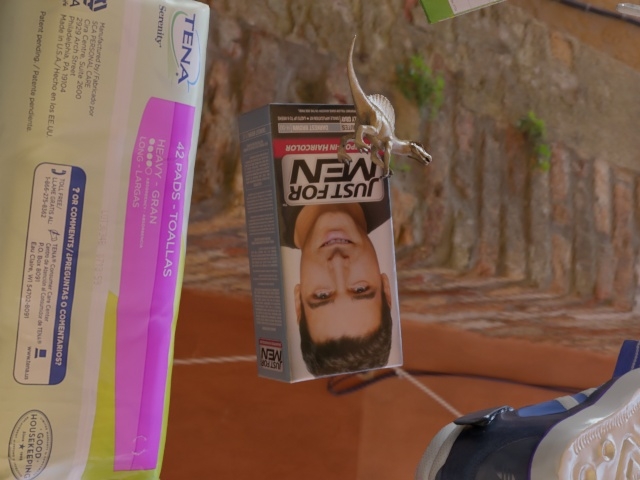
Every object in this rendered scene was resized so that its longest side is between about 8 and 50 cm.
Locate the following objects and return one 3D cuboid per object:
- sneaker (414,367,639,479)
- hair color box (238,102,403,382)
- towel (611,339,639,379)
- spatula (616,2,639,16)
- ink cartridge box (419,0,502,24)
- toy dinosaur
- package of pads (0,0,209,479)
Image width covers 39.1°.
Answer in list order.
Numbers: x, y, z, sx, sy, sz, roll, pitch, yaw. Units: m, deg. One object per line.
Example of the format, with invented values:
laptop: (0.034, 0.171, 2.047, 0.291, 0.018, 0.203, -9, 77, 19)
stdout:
sneaker: (0.251, 0.214, 0.965, 0.236, 0.323, 0.130, -15, -93, 51)
hair color box: (0.000, 0.000, 1.276, 0.113, 0.185, 0.374, -3, -89, 61)
towel: (0.571, 0.288, 1.533, 0.243, 0.040, 0.336, -63, -170, -7)
spatula: (0.398, -0.194, 0.797, 0.242, 0.168, 0.019, 26, -53, 33)
ink cartridge box: (0.247, -0.398, 1.150, 0.255, 0.097, 0.189, -12, -140, 24)
toy dinosaur: (0.053, -0.129, 0.993, 0.053, 0.183, 0.092, -1, -128, 42)
package of pads: (-0.176, -0.003, 0.477, 0.296, 0.101, 0.229, 8, -88, 52)
